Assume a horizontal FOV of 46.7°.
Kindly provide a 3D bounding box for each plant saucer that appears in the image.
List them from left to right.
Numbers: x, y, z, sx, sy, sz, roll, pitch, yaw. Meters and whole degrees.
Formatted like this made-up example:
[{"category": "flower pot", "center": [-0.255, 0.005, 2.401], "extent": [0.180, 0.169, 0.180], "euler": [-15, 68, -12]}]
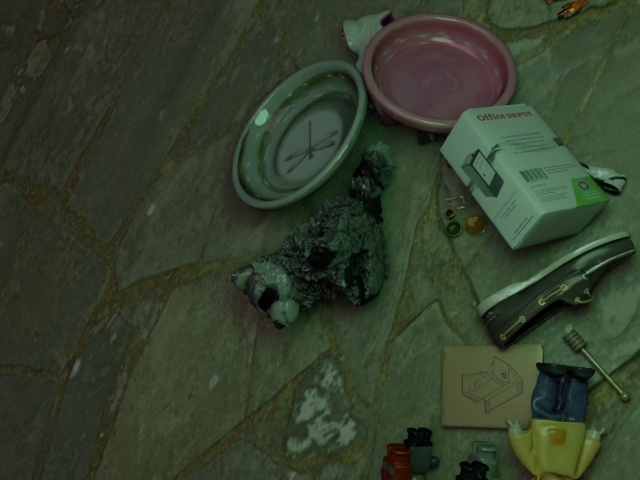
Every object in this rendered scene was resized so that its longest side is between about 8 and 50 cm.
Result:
[{"category": "plant saucer", "center": [-0.033, -0.230, 1.724], "extent": [0.400, 0.100, 0.400], "euler": [-24, 49, 31]}, {"category": "plant saucer", "center": [0.255, -0.353, 1.619], "extent": [0.332, 0.084, 0.332], "euler": [1, 58, -1]}]

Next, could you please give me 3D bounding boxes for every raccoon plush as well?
[{"category": "raccoon plush", "center": [0.000, 0.000, 1.675], "extent": [0.299, 0.216, 0.446], "euler": [-8, 39, 38]}]

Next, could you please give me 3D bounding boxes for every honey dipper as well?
[{"category": "honey dipper", "center": [0.521, 0.237, 1.398], "extent": [0.030, 0.030, 0.160], "euler": [-40, 64, 8]}]

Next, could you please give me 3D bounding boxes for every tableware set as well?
[{"category": "tableware set", "center": [0.336, -0.064, 1.582], "extent": [0.154, 0.024, 0.104], "euler": [-12, 69, 20]}]

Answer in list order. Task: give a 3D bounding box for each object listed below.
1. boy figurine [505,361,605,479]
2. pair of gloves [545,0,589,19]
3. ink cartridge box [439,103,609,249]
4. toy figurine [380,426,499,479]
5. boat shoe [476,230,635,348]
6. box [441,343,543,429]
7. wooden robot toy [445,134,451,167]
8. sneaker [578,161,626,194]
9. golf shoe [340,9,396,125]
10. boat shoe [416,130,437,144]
[{"category": "boy figurine", "center": [0.423, 0.366, 1.352], "extent": [0.177, 0.092, 0.285], "euler": [10, 81, 2]}, {"category": "pair of gloves", "center": [0.545, -0.530, 1.643], "extent": [0.074, 0.010, 0.083], "euler": [-31, 61, 15]}, {"category": "ink cartridge box", "center": [0.398, -0.133, 1.467], "extent": [0.273, 0.198, 0.114], "euler": [60, 143, 28]}, {"category": "toy figurine", "center": [0.220, 0.450, 1.368], "extent": [0.213, 0.209, 0.148], "euler": [7, 93, 20]}, {"category": "boat shoe", "center": [0.461, 0.095, 1.424], "extent": [0.324, 0.116, 0.096], "euler": [-32, 65, 17]}, {"category": "box", "center": [0.340, 0.288, 1.469], "extent": [0.201, 0.021, 0.164], "euler": [-5, 72, 24]}, {"category": "wooden robot toy", "center": [0.311, -0.187, 1.624], "extent": [0.173, 0.076, 0.079], "euler": [50, 133, 28]}, {"category": "sneaker", "center": [0.563, -0.132, 1.496], "extent": [0.109, 0.040, 0.043], "euler": [33, 73, 26]}, {"category": "golf shoe", "center": [0.145, -0.414, 1.735], "extent": [0.140, 0.115, 0.306], "euler": [-21, 67, 14]}, {"category": "boat shoe", "center": [0.221, -0.288, 1.688], "extent": [0.049, 0.056, 0.152], "euler": [-22, 66, 12]}]
